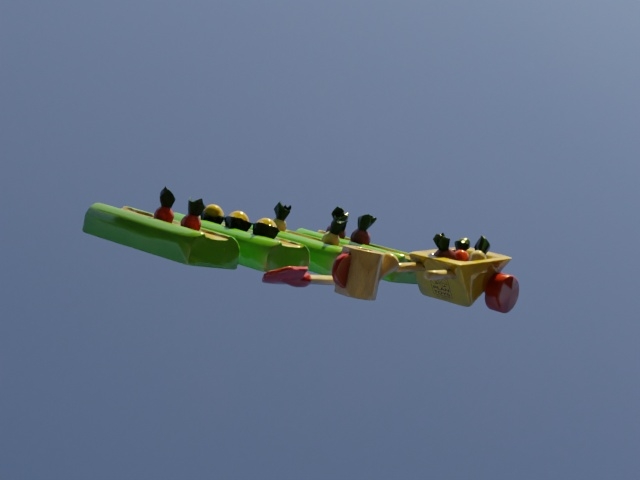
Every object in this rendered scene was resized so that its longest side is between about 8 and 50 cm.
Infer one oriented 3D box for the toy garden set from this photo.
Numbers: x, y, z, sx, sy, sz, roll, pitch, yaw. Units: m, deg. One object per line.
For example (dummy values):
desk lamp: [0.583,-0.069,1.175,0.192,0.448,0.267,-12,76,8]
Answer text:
toy garden set: [0.000,0.000,0.799,0.244,0.204,0.049,6,-84,-49]
